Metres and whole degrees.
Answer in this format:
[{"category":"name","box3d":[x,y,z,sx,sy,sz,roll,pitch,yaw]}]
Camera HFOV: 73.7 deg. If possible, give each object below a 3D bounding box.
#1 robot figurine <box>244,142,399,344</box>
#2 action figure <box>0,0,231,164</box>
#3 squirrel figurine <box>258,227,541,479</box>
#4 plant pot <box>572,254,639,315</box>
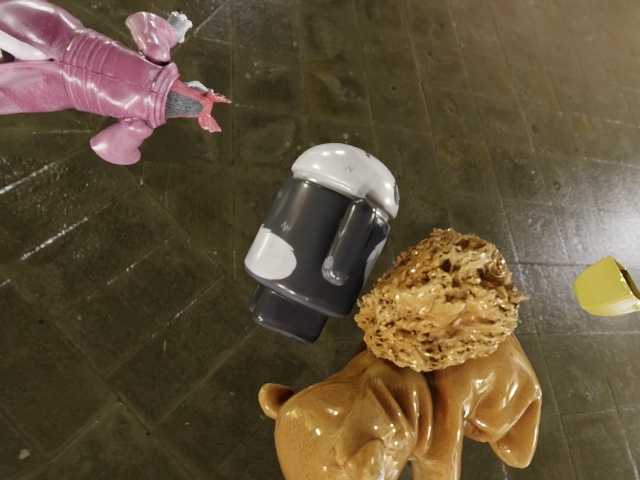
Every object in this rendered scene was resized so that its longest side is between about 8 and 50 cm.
[{"category":"robot figurine","box3d":[0.002,0.001,0.612,0.209,0.173,0.278,24,87,36]},{"category":"action figure","box3d":[-0.302,-0.235,0.560,0.369,0.276,0.248,13,96,-7]},{"category":"squirrel figurine","box3d":[0.107,0.166,0.571,0.370,0.281,0.398,-6,112,-40]},{"category":"plant pot","box3d":[0.501,0.089,0.752,0.081,0.083,0.081,25,45,-33]}]
